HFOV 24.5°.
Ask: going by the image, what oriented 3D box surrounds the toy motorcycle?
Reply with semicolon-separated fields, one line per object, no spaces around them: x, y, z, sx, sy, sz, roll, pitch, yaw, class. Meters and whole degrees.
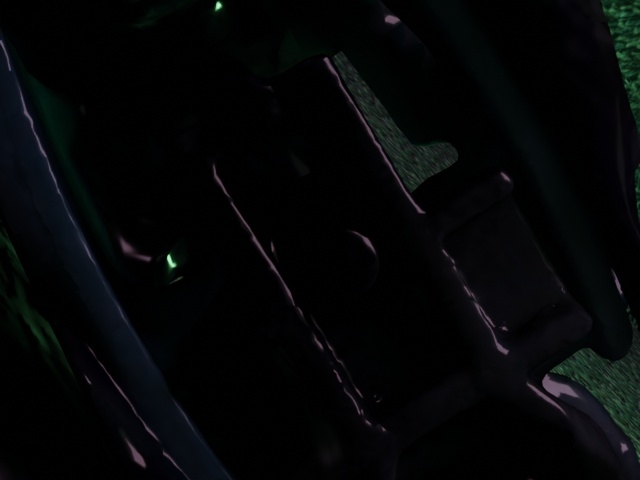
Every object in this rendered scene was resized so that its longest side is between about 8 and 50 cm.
0.000;0.000;0.456;0.416;0.172;0.232;57;-5;-4;toy motorcycle
